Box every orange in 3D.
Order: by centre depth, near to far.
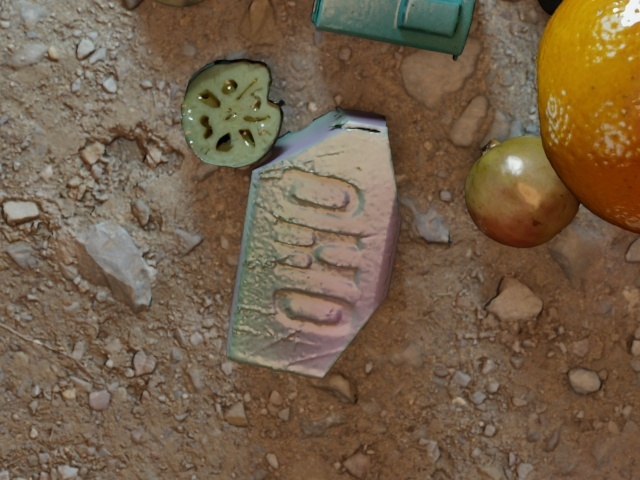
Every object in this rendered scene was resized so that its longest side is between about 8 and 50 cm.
[{"bbox_3d":[0.481,-0.208,1.523,0.326,0.424,0.424,-2,106,28],"label":"orange"}]

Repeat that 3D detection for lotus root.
[{"bbox_3d":[-0.134,-0.210,1.755,0.204,0.078,0.183,13,92,30],"label":"lotus root"}]

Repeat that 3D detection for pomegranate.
[{"bbox_3d":[0.326,-0.080,1.699,0.191,0.191,0.191,2,105,7],"label":"pomegranate"}]

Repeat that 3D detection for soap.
[{"bbox_3d":[0.000,0.000,1.775,0.261,0.156,0.446,12,105,4],"label":"soap"}]

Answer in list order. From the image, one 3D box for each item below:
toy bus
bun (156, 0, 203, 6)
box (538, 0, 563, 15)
[{"bbox_3d":[0.120,-0.373,1.654,0.256,0.147,0.128,10,109,-5],"label":"toy bus"},{"bbox_3d":[-0.239,-0.473,1.703,0.183,0.102,0.183,2,103,8],"label":"bun"},{"bbox_3d":[0.421,-0.557,1.581,0.359,0.091,0.350,-31,109,14],"label":"box"}]
